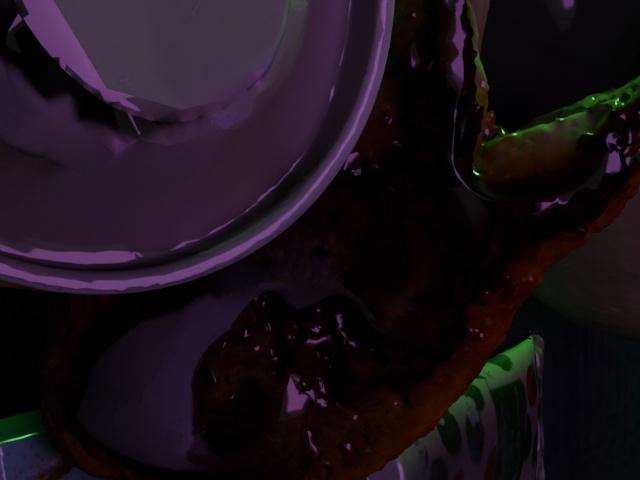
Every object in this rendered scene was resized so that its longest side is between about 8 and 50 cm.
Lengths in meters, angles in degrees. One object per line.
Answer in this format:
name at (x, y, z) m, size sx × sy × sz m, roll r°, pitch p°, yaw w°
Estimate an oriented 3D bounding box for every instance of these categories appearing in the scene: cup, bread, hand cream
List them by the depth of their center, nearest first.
cup at (-0.128, -0.063, 0.415) m, size 0.241 × 0.226 × 0.185 m, roll -28°, pitch 102°, yaw -27°
bread at (0.004, 0.007, 0.503) m, size 0.139 × 0.095 × 0.269 m, roll 39°, pitch 106°, yaw -13°
hand cream at (0.065, 0.106, 0.699) m, size 0.276 × 0.059 × 0.095 m, roll -4°, pitch 93°, yaw -60°

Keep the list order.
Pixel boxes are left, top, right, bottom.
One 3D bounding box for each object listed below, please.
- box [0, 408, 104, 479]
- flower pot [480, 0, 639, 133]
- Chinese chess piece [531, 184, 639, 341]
box at (-0.071, 0.178, 0.604) m, size 0.162 × 0.041 × 0.229 m, roll -12°, pitch 99°, yaw -42°
flower pot at (0.035, -0.128, 0.588) m, size 0.166 × 0.269 × 0.269 m, roll 25°, pitch 73°, yaw -19°
Chinese chess piece at (0.192, -0.078, 0.739) m, size 0.270 × 0.112 × 0.270 m, roll -35°, pitch 130°, yaw -55°
